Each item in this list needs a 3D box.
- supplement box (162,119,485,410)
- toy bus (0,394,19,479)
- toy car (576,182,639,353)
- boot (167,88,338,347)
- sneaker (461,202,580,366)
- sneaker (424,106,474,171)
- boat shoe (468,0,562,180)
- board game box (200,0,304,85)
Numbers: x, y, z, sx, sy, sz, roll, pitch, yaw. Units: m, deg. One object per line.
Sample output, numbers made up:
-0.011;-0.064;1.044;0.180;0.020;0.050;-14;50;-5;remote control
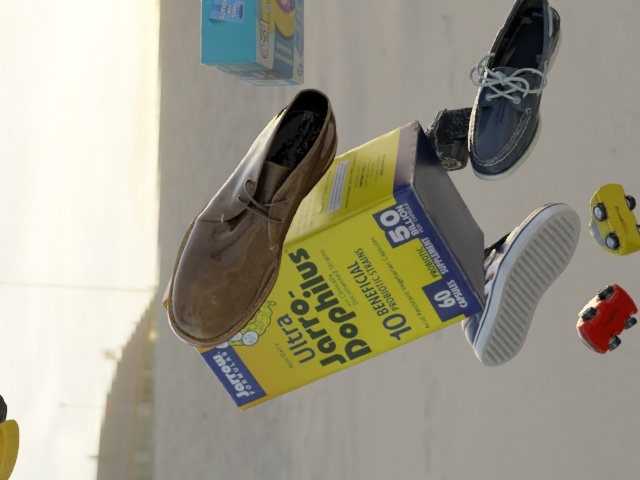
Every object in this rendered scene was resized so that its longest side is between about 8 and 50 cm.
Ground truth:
0.010;0.034;1.680;0.194;0.356;0.195;57;-159;-23;supplement box
-0.582;0.290;1.906;0.211;0.220;0.149;-29;-34;-48;toy bus
0.438;0.062;1.758;0.053;0.225;0.239;-32;43;61;toy car
-0.073;-0.032;1.393;0.305;0.112;0.115;-62;-3;-18;boot
0.308;0.049;2.157;0.127;0.126;0.321;58;136;43;sneaker
0.165;-0.139;1.806;0.170;0.051;0.089;-4;62;45;sneaker
0.233;-0.192;1.591;0.254;0.095;0.079;-65;-31;-22;boat shoe
-0.085;-0.385;1.739;0.254;0.079;0.336;-3;-86;-78;board game box
